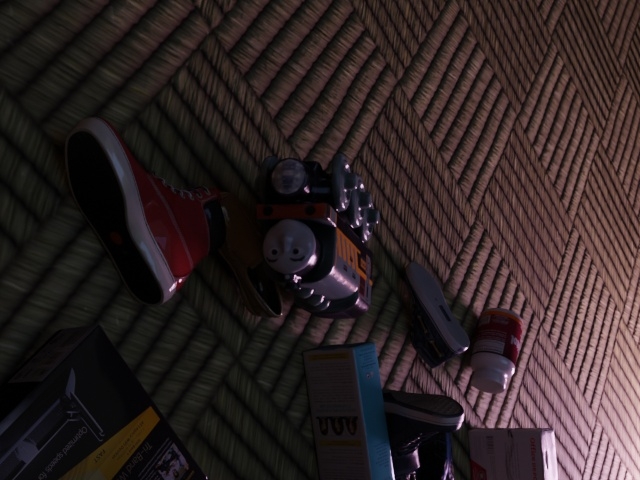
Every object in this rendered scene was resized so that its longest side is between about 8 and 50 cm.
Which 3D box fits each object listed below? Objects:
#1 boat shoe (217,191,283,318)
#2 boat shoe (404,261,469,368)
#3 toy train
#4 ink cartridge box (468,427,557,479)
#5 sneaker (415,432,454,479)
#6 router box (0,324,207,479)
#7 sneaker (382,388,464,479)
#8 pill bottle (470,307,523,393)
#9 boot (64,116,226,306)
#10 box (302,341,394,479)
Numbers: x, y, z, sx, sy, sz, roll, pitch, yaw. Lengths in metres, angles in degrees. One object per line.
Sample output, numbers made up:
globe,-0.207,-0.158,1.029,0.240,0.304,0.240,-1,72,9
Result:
boat shoe,-0.094,0.021,1.207,0.068,0.072,0.190,-32,108,-21
boat shoe,0.181,0.132,1.541,0.065,0.083,0.183,0,55,-51
toy train,0.000,0.000,1.228,0.334,0.142,0.190,45,45,-71
ink cartridge box,0.356,0.403,1.619,0.063,0.151,0.109,7,77,-49
sneaker,0.193,0.414,1.491,0.087,0.083,0.221,9,84,-58
router box,-0.287,0.279,0.927,0.309,0.081,0.243,-50,120,-43
sneaker,0.140,0.316,1.328,0.086,0.226,0.163,-3,88,-31
pill bottle,0.336,0.213,1.687,0.086,0.086,0.152,44,52,-36
boot,-0.206,-0.065,1.097,0.176,0.088,0.244,-48,127,-44
box,0.044,0.278,1.311,0.060,0.101,0.244,-5,87,-51
